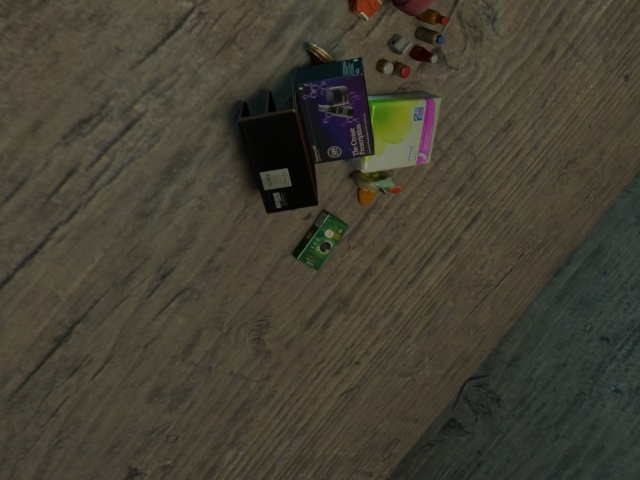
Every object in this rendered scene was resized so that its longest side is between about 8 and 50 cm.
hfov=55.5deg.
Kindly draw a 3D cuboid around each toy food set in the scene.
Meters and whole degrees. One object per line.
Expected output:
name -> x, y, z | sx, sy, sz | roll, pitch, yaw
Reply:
toy food set -> 0.282, -0.566, 1.800 | 0.232, 0.104, 0.111 | -49, 135, -1

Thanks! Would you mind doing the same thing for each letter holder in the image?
letter holder -> -0.109, -0.265, 1.685 | 0.151, 0.215, 0.302 | -9, 130, 6

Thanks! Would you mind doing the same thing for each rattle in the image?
rattle -> 0.178, -0.141, 1.927 | 0.130, 0.199, 0.143 | 2, 116, -38

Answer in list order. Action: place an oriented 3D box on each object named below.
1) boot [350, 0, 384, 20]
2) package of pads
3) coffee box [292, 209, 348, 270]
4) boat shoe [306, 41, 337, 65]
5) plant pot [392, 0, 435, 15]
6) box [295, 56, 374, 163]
boot -> 0.102, -0.659, 1.638 | 0.157, 0.059, 0.085 | 27, 104, -45
package of pads -> 0.231, -0.339, 1.912 | 0.296, 0.101, 0.229 | -11, 122, -31
coffee box -> 0.000, 0.000, 1.995 | 0.113, 0.040, 0.184 | 29, 97, -44
boat shoe -> 0.015, -0.476, 1.682 | 0.060, 0.064, 0.178 | -53, 138, 0
plant pot -> 0.222, -0.728, 1.602 | 0.180, 0.201, 0.201 | 22, 103, -28
box -> 0.045, -0.355, 1.690 | 0.184, 0.103, 0.261 | -6, 133, 9
